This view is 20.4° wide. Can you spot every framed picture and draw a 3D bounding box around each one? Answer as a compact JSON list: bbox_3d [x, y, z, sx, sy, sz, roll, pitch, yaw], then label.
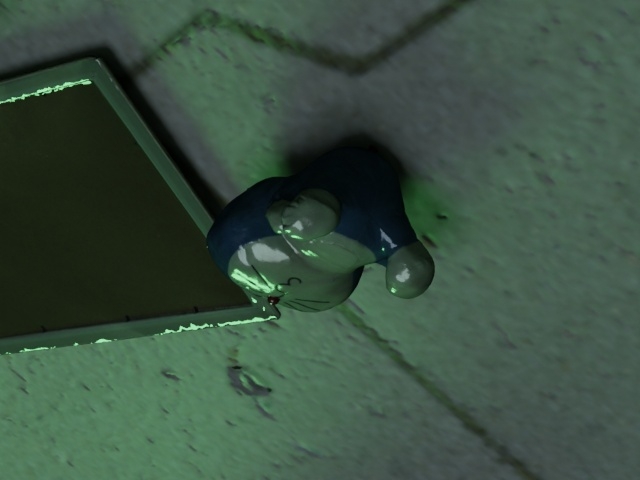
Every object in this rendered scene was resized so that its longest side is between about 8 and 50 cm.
[{"bbox_3d":[-0.119,-0.010,0.761,0.183,0.011,0.142,-9,127,38],"label":"framed picture"}]

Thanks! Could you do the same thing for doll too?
[{"bbox_3d":[0.000,0.000,0.668,0.076,0.050,0.083,30,144,-30],"label":"doll"}]
